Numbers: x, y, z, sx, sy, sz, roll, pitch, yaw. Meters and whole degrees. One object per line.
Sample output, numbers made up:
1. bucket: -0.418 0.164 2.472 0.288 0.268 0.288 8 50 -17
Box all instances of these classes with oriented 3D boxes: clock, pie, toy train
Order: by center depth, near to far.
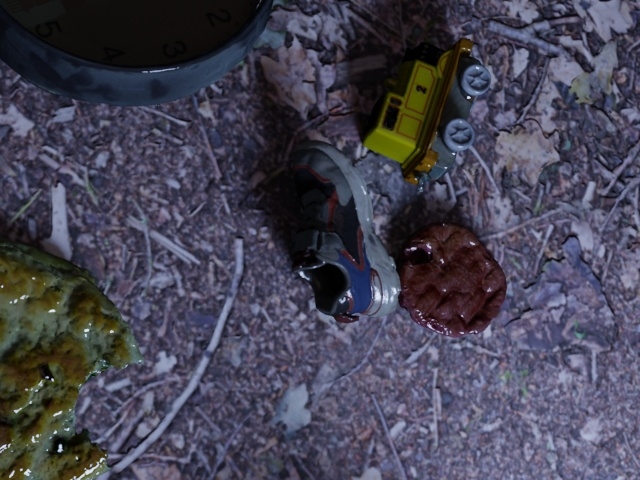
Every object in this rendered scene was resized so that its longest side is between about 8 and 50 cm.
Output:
1. pie: -0.340 0.136 1.716 0.302 0.067 0.303 5 77 -24
2. clock: -0.229 -0.337 1.825 0.386 0.076 0.386 6 66 -13
3. pie: 0.158 0.050 1.980 0.153 0.038 0.154 5 78 -25
4. toy train: 0.132 -0.166 1.992 0.127 0.089 0.219 22 70 -8

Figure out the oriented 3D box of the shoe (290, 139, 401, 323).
1. shoe: 0.000 0.000 1.883 0.125 0.099 0.228 -25 93 -30
